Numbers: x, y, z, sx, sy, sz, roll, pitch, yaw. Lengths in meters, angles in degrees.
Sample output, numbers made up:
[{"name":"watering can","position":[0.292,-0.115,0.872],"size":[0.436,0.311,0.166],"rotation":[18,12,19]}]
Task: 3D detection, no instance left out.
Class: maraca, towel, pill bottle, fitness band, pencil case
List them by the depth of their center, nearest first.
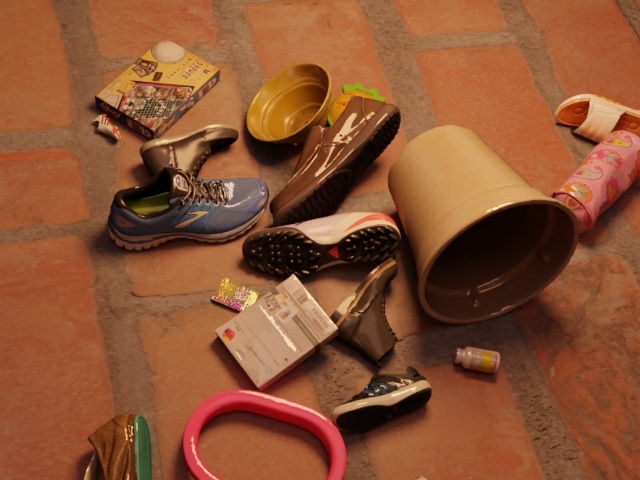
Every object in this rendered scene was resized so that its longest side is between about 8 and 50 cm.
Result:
[{"name":"fitness band","position":[-0.099,0.372,1.532],"size":[0.291,0.054,0.209],"rotation":[17,55,1]},{"name":"pill bottle","position":[0.302,0.230,1.697],"size":[0.083,0.043,0.043],"rotation":[11,55,-1]},{"name":"towel","position":[-0.167,0.109,1.724],"size":[0.083,0.009,0.060],"rotation":[23,55,6]},{"name":"pencil case","position":[0.616,-0.130,1.948],"size":[0.124,0.124,0.284],"rotation":[39,60,17]},{"name":"maraca","position":[0.082,-0.295,1.983],"size":[0.127,0.099,0.185],"rotation":[21,50,1]}]

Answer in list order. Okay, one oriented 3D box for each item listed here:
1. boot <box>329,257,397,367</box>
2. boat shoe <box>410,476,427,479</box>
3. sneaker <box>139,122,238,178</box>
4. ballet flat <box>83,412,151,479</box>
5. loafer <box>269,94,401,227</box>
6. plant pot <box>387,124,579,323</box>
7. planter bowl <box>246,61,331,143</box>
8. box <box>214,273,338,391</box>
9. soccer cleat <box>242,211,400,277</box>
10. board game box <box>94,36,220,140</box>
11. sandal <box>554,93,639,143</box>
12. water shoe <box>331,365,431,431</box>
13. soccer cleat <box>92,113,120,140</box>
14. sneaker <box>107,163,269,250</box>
[{"name":"boot","position":[0.120,0.143,1.717],"size":[0.137,0.077,0.198],"rotation":[39,72,12]},{"name":"boat shoe","position":[0.203,0.537,1.434],"size":[0.105,0.113,0.306],"rotation":[-24,60,-16]},{"name":"sneaker","position":[-0.263,-0.169,1.867],"size":[0.222,0.083,0.118],"rotation":[-19,76,-23]},{"name":"ballet flat","position":[-0.326,0.448,1.421],"size":[0.124,0.116,0.342],"rotation":[-19,59,3]},{"name":"loafer","position":[0.014,-0.166,1.849],"size":[0.130,0.134,0.366],"rotation":[37,72,25]},{"name":"plant pot","position":[0.289,-0.055,1.750],"size":[0.334,0.333,0.305],"rotation":[-12,47,-16]},{"name":"planter bowl","position":[-0.050,-0.282,1.934],"size":[0.217,0.090,0.217],"rotation":[-19,50,25]},{"name":"box","position":[-0.082,0.173,1.651],"size":[0.186,0.038,0.145],"rotation":[-36,67,-13]},{"name":"soccer cleat","position":[0.000,0.000,1.783],"size":[0.318,0.108,0.116],"rotation":[-7,24,-2]},{"name":"board game box","position":[-0.365,-0.344,1.978],"size":[0.165,0.042,0.243],"rotation":[32,57,13]},{"name":"sandal","position":[0.688,-0.272,2.062],"size":[0.265,0.102,0.076],"rotation":[11,53,-4]},{"name":"water shoe","position":[0.105,0.293,1.620],"size":[0.203,0.072,0.080],"rotation":[-12,37,-21]},{"name":"soccer cleat","position":[-0.464,-0.242,1.904],"size":[0.036,0.029,0.083],"rotation":[-32,63,-17]},{"name":"sneaker","position":[-0.259,-0.074,1.750],"size":[0.330,0.147,0.129],"rotation":[-13,59,-18]}]
